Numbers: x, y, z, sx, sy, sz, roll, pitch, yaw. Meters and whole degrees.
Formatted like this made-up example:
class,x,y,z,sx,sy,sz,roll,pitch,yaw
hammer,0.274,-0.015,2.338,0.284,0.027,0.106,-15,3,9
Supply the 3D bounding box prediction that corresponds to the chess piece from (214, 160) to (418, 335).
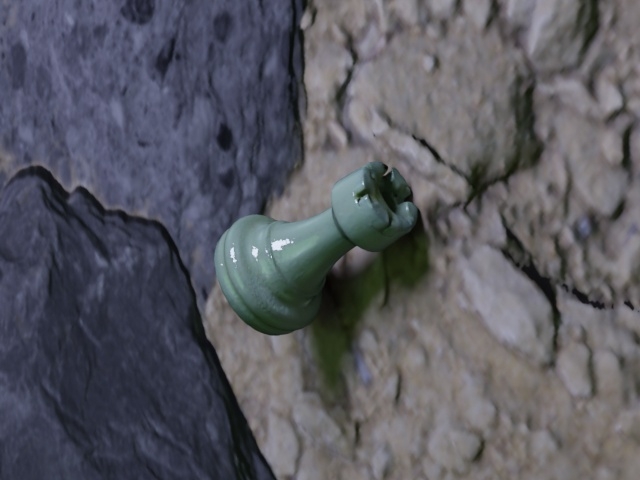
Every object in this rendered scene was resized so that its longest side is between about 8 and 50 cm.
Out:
class,x,y,z,sx,sy,sz,roll,pitch,yaw
chess piece,0.000,0.000,0.931,0.103,0.067,0.067,-34,65,35
